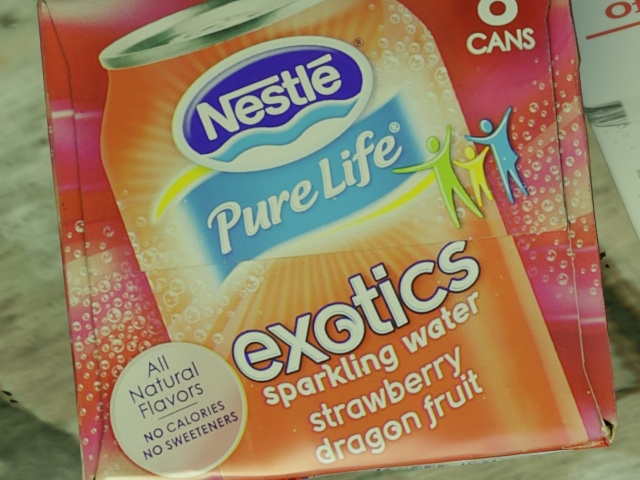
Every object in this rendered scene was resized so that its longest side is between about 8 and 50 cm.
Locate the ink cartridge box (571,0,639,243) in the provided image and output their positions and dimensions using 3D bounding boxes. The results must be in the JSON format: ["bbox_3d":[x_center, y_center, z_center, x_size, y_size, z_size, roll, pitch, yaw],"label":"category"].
[{"bbox_3d":[0.130,-0.078,0.618,0.104,0.060,0.180,-15,141,14],"label":"ink cartridge box"}]

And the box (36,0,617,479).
[{"bbox_3d":[0.000,0.000,0.560,0.128,0.122,0.257,-5,178,0],"label":"box"}]
